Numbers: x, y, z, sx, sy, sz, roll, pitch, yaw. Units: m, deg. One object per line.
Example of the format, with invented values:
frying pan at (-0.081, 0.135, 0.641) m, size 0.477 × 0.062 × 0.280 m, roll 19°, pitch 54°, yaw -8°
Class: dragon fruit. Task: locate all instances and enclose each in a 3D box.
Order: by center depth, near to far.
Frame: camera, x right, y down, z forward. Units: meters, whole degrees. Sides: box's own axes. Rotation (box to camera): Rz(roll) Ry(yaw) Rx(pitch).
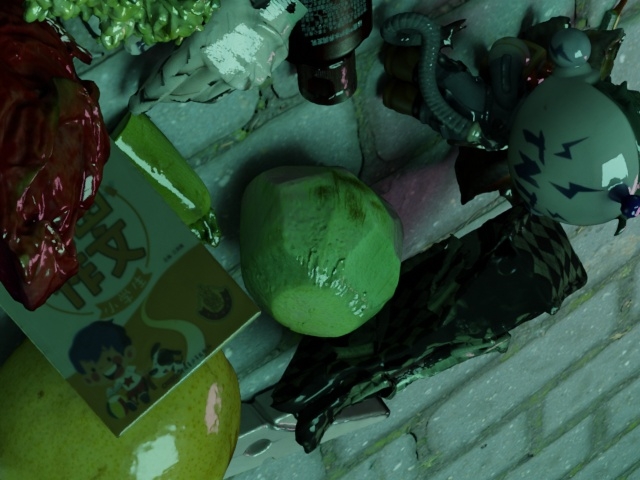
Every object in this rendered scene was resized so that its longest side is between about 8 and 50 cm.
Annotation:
dragon fruit at (-0.306, -0.076, 1.204) m, size 0.302 × 0.330 × 0.240 m, roll -4°, pitch 150°, yaw -46°

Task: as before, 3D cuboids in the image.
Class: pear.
pear at (-0.244, 0.216, 1.547) m, size 0.314 × 0.314 × 0.314 m, roll -27°, pitch 142°, yaw -24°

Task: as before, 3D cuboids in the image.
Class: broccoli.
broccoli at (-0.193, -0.290, 1.169) m, size 0.247 × 0.263 × 0.243 m, roll -63°, pitch -174°, yaw -27°

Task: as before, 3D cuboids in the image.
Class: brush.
brush at (0.430, -0.332, 1.899) m, size 0.021 × 0.019 × 0.083 m, roll -1°, pitch 129°, yaw -33°

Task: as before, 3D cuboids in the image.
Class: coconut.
coconut at (0.000, 0.000, 1.642) m, size 0.236 × 0.236 × 0.204 m, roll -24°, pitch 157°, yaw -28°

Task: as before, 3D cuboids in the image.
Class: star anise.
star anise at (0.301, -0.180, 1.845) m, size 0.332 × 0.117 × 0.331 m, roll -20°, pitch 131°, yaw -24°

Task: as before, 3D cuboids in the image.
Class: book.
book at (-0.236, 0.034, 1.398) m, size 0.208 × 0.295 × 0.020 m, roll -42°, pitch -178°, yaw -5°

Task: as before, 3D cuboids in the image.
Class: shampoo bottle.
shampoo bottle at (-0.001, -0.292, 1.443) m, size 0.129 × 0.084 × 0.323 m, roll -26°, pitch 143°, yaw -15°

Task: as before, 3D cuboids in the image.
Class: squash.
squash at (-0.181, -0.065, 1.502) m, size 0.200 × 0.075 × 0.090 m, roll 46°, pitch 70°, yaw -34°

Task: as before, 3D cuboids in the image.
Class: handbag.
handbag at (0.140, 0.119, 1.746) m, size 0.416 × 0.180 × 0.317 m, roll -31°, pitch 180°, yaw 20°

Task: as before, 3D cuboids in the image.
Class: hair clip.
hair clip at (-0.044, 0.267, 1.977) m, size 0.331 × 0.085 × 0.101 m, roll -18°, pitch 136°, yaw -24°

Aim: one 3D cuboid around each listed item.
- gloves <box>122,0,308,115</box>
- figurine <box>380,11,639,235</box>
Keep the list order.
gloves at (-0.120, -0.200, 1.383) m, size 0.212 × 0.111 × 0.127 m, roll -46°, pitch 144°, yaw 7°
figurine at (0.260, -0.145, 1.600) m, size 0.186 × 0.382 × 0.261 m, roll -45°, pitch 148°, yaw -23°
